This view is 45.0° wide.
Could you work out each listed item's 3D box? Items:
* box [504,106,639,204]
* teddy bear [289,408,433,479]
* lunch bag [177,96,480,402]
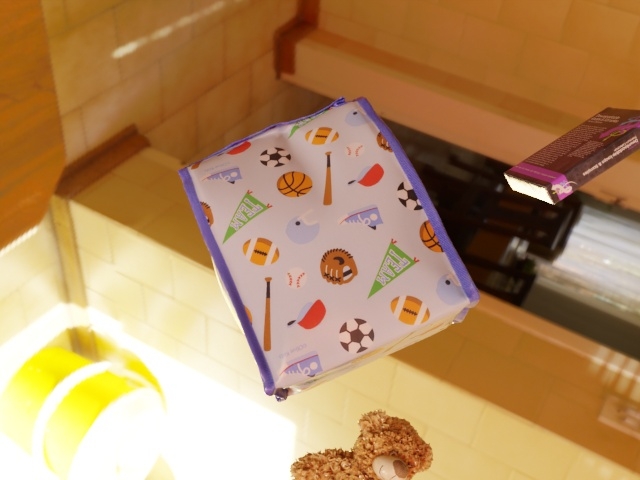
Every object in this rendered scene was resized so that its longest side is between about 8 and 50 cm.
[{"bbox_3d":[0.315,-0.105,0.926,0.162,0.029,0.116,-34,-164,-1],"label":"box"},{"bbox_3d":[0.052,0.460,1.358,0.338,0.245,0.113,-31,174,7],"label":"teddy bear"},{"bbox_3d":[0.000,0.000,1.155,0.328,0.385,0.239,-24,165,-7],"label":"lunch bag"}]
